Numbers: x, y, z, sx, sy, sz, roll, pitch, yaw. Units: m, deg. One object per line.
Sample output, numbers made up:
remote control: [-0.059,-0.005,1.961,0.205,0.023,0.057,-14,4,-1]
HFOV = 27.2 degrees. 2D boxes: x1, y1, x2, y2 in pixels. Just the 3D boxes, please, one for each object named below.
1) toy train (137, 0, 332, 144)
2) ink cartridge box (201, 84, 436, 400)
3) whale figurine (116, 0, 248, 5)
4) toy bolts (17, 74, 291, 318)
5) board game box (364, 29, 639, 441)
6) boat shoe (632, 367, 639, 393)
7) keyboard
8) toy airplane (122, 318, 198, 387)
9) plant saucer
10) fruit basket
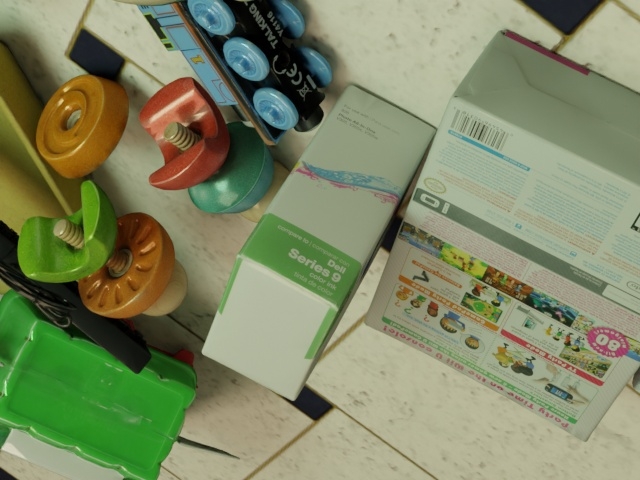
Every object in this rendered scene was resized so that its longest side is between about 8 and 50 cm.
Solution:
toy train: [-0.067,-0.161,1.072,0.105,0.080,0.184,3,137,46]
ink cartridge box: [0.000,0.000,1.088,0.093,0.212,0.154,27,142,3]
whale figurine: [-0.071,-0.271,0.920,0.272,0.141,0.216,-20,91,22]
toy bolts: [-0.139,-0.053,1.209,0.228,0.218,0.158,-27,142,27]
board game box: [0.181,0.007,1.062,0.224,0.097,0.303,28,142,8]
boat shoe: [0.367,0.069,0.997,0.102,0.108,0.301,41,135,-9]
keyboard: [-0.287,0.016,1.260,0.317,0.033,0.201,40,-179,-12]
toy airplane: [-0.202,0.128,1.530,0.151,0.028,0.151,22,148,14]
plant saucer: [-0.374,-0.086,1.372,0.332,0.081,0.333,4,135,34]
fruit basket: [-0.287,0.176,1.471,0.327,0.165,0.353,28,164,-20]
